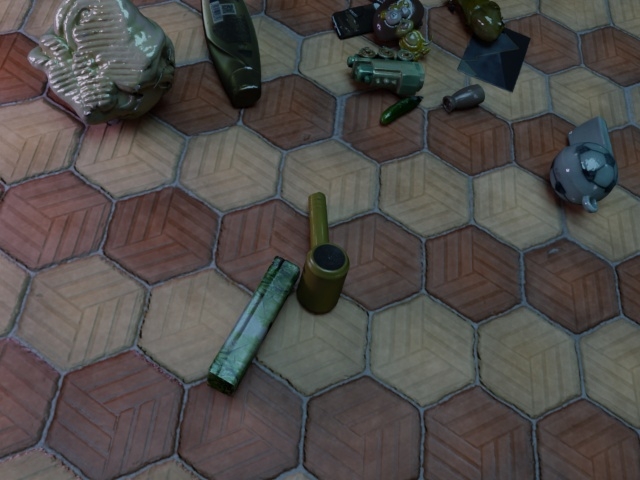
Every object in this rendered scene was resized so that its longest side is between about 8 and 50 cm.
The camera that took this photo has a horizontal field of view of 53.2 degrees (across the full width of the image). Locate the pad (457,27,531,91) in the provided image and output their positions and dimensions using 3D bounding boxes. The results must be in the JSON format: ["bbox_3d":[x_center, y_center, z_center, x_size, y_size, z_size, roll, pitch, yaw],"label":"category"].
[{"bbox_3d":[0.490,-0.524,1.790,0.164,0.004,0.243,24,60,4],"label":"pad"}]

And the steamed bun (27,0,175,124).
[{"bbox_3d":[-0.467,-0.413,1.442,0.268,0.207,0.280,-41,93,12],"label":"steamed bun"}]

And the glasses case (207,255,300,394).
[{"bbox_3d":[-0.127,0.164,1.243,0.062,0.095,0.272,27,61,4],"label":"glasses case"}]

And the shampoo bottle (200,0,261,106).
[{"bbox_3d":[-0.218,-0.490,1.602,0.126,0.084,0.350,-11,64,-13],"label":"shampoo bottle"}]

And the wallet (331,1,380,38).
[{"bbox_3d":[0.107,-0.602,1.750,0.157,0.018,0.082,-18,86,-19],"label":"wallet"}]

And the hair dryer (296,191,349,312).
[{"bbox_3d":[0.000,0.000,1.346,0.090,0.134,0.278,3,51,-9],"label":"hair dryer"}]

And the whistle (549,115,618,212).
[{"bbox_3d":[0.628,-0.189,1.540,0.164,0.163,0.289,6,59,-6],"label":"whistle"}]

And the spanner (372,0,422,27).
[{"bbox_3d":[0.153,-0.690,1.815,0.326,0.026,0.093,34,62,12],"label":"spanner"}]

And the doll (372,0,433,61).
[{"bbox_3d":[0.229,-0.579,1.711,0.188,0.096,0.145,36,94,7],"label":"doll"}]

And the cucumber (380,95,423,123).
[{"bbox_3d":[0.205,-0.338,1.618,0.155,0.037,0.037,-33,71,-25],"label":"cucumber"}]

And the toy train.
[{"bbox_3d":[0.166,-0.433,1.629,0.194,0.080,0.125,1,47,-11],"label":"toy train"}]

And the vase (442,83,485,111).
[{"bbox_3d":[0.369,-0.366,1.652,0.101,0.053,0.053,-21,66,-15],"label":"vase"}]

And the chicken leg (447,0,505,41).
[{"bbox_3d":[0.440,-0.647,1.807,0.103,0.088,0.227,-29,60,-10],"label":"chicken leg"}]
